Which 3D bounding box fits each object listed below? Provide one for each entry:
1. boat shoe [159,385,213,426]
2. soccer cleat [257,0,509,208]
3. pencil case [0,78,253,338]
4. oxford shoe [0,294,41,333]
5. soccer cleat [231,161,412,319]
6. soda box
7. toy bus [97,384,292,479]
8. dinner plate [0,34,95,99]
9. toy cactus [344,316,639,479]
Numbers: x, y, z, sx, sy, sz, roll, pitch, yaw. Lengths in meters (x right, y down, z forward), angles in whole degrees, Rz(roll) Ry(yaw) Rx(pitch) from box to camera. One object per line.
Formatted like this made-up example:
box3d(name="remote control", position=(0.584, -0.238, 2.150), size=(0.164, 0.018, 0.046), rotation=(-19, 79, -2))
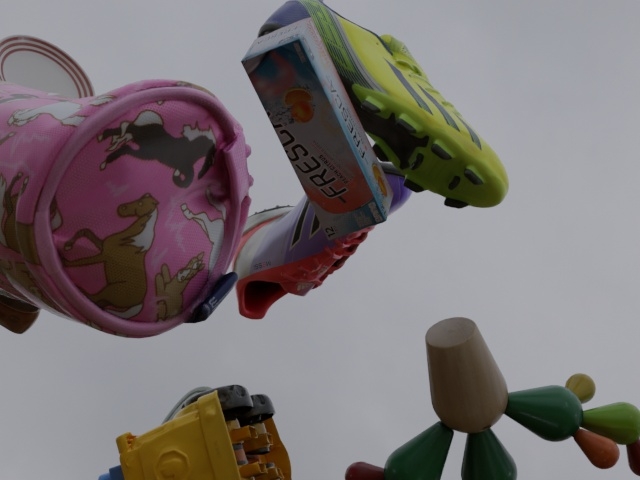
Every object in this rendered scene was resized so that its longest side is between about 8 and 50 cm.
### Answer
box3d(name="boat shoe", position=(-0.169, 0.330, 1.749), size=(0.091, 0.302, 0.114), rotation=(33, -19, -37))
box3d(name="soccer cleat", position=(0.071, -0.141, 1.351), size=(0.289, 0.121, 0.093), rotation=(37, -31, 15))
box3d(name="pencil case", position=(-0.209, -0.042, 0.970), size=(0.386, 0.160, 0.167), rotation=(11, -18, 48))
box3d(name="oxford shoe", position=(-0.403, 0.034, 1.581), size=(0.212, 0.076, 0.076), rotation=(35, -54, 6))
box3d(name="soccer cleat", position=(0.000, 0.000, 1.627), size=(0.109, 0.116, 0.318), rotation=(18, -27, -30))
box3d(name="soda box", position=(0.000, -0.095, 1.240), size=(0.058, 0.063, 0.183), rotation=(-20, -69, 19))
box3d(name="toy bus", position=(-0.146, 0.267, 1.596), size=(0.211, 0.149, 0.220), rotation=(-21, -15, 10))
box3d(name="dinner plate", position=(-0.338, -0.192, 1.737), size=(0.141, 0.141, 0.017), rotation=(36, -53, -16))
box3d(name="toy cactus", position=(0.109, 0.127, 0.946), size=(0.219, 0.112, 0.180), rotation=(-16, -62, 4))
